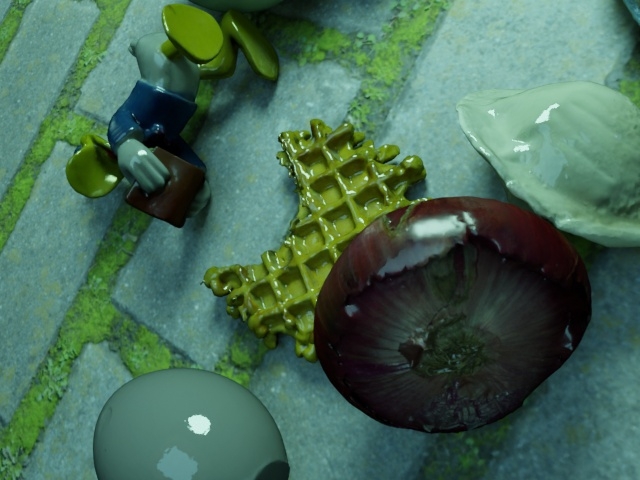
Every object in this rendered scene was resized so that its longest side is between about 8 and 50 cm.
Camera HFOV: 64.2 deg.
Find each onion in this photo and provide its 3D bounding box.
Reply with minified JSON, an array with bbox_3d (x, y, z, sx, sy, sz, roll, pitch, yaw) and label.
[{"bbox_3d":[0.115,0.067,0.471,0.248,0.161,0.248,3,109,10],"label":"onion"}]

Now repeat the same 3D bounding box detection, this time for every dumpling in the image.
[{"bbox_3d":[0.219,-0.077,0.482,0.166,0.126,0.216,-17,81,-26],"label":"dumpling"}]

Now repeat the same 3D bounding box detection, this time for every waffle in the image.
[{"bbox_3d":[0.000,0.000,0.612,0.259,0.069,0.293,24,89,28],"label":"waffle"}]

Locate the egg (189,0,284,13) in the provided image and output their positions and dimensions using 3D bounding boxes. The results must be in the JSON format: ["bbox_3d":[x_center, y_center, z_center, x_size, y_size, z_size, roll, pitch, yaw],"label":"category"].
[{"bbox_3d":[-0.126,-0.423,0.700,0.282,0.203,0.203,24,88,27],"label":"egg"}]

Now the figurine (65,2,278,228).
[{"bbox_3d":[-0.233,-0.141,0.730,0.338,0.204,0.284,-18,77,33],"label":"figurine"}]

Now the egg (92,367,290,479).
[{"bbox_3d":[-0.149,0.231,0.560,0.231,0.176,0.176,11,81,34],"label":"egg"}]

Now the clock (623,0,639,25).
[{"bbox_3d":[0.364,-0.262,0.476,0.144,0.103,0.231,-34,63,41],"label":"clock"}]
